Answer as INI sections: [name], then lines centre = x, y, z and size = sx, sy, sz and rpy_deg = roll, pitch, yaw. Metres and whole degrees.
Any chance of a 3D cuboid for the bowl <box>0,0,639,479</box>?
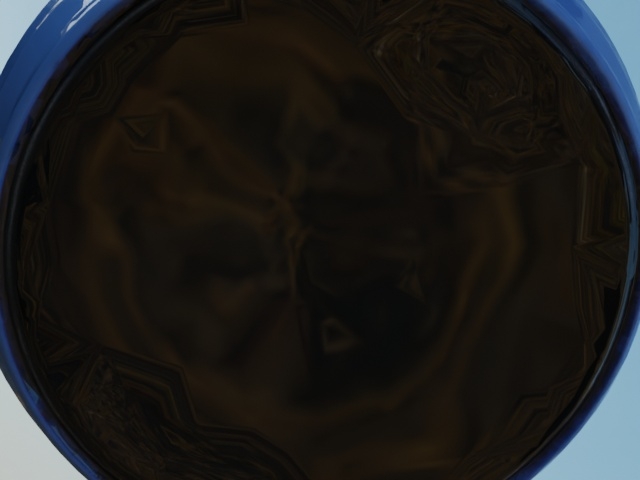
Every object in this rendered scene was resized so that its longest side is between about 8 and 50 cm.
[bowl]
centre = 0.000, 0.000, 1.067
size = 0.391, 0.391, 0.077
rpy_deg = 48, 7, -18
